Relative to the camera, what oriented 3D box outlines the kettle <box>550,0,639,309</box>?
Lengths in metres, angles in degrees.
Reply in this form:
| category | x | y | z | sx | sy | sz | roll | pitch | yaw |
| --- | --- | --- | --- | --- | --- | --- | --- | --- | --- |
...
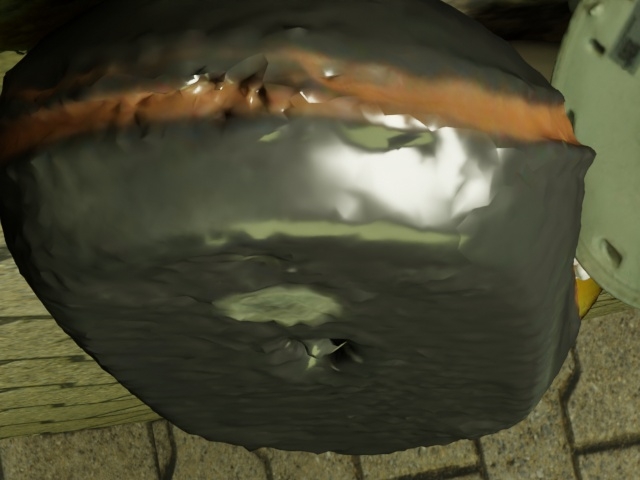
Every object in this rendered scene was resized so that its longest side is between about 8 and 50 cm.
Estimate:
| category | x | y | z | sx | sy | sz | roll | pitch | yaw |
| --- | --- | --- | --- | --- | --- | --- | --- | --- | --- |
| kettle | 0.226 | -0.050 | 0.635 | 0.255 | 0.165 | 0.240 | 9 | -154 | -32 |

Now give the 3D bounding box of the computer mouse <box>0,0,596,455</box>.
| category | x | y | z | sx | sy | sz | roll | pitch | yaw |
| --- | --- | --- | --- | --- | --- | --- | --- | --- | --- |
| computer mouse | 0.000 | -0.005 | 0.527 | 0.183 | 0.116 | 0.323 | 2 | 161 | 7 |

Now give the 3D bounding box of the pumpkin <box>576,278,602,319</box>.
| category | x | y | z | sx | sy | sz | roll | pitch | yaw |
| --- | --- | --- | --- | --- | --- | --- | --- | --- | --- |
| pumpkin | 0.074 | 0.033 | 1.127 | 0.312 | 0.148 | 0.169 | -3 | 165 | -23 |

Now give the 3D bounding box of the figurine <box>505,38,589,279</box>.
| category | x | y | z | sx | sy | sz | roll | pitch | yaw |
| --- | --- | --- | --- | --- | --- | --- | --- | --- | --- |
| figurine | 0.069 | -0.023 | 0.742 | 0.237 | 0.141 | 0.162 | -9 | 178 | -17 |

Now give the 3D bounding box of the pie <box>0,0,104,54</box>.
| category | x | y | z | sx | sy | sz | roll | pitch | yaw |
| --- | --- | --- | --- | --- | --- | --- | --- | --- | --- |
| pie | -0.090 | -0.091 | 0.424 | 0.187 | 0.041 | 0.187 | -11 | 171 | -2 |
